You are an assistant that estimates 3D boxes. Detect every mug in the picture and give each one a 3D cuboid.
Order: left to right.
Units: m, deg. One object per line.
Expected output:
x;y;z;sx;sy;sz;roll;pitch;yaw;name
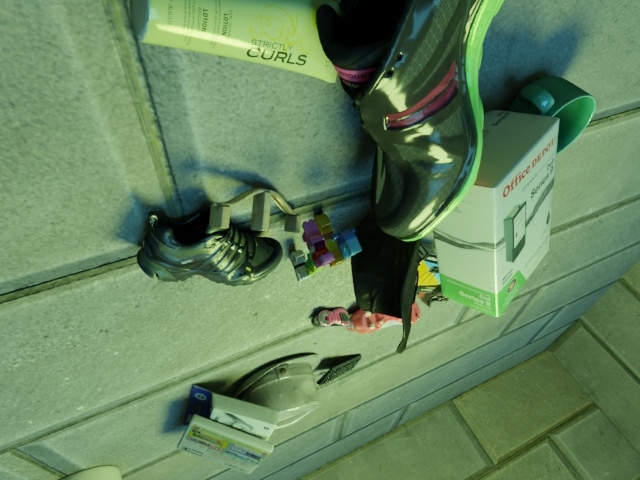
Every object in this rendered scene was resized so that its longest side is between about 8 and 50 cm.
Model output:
0.398;-0.232;0.730;0.129;0.097;0.158;-27;144;-5;mug

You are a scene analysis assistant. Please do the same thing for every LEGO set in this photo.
0.000;0.000;0.701;0.087;0.093;0.227;-21;173;-16;LEGO set

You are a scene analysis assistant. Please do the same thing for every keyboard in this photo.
0.057;0.416;1.300;0.180;0.023;0.108;0;135;-54;keyboard

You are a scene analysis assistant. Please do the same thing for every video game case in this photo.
-0.247;0.525;1.053;0.212;0.023;0.193;25;130;-8;video game case

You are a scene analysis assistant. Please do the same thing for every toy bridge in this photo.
-0.090;-0.046;0.620;0.188;0.026;0.063;3;94;-58;toy bridge

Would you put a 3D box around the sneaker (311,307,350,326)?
0.024;0.198;1.032;0.119;0.047;0.057;13;148;-44;sneaker

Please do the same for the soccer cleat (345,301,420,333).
0.176;0.206;1.133;0.248;0.083;0.095;-3;166;-41;soccer cleat

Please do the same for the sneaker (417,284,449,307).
0.361;0.143;1.190;0.157;0.065;0.061;-31;145;0;sneaker

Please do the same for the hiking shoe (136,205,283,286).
-0.147;0.006;0.620;0.226;0.086;0.114;-1;138;-35;hiking shoe

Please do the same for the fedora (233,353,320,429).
-0.099;0.438;1.153;0.275;0.124;0.244;-1;135;-36;fedora

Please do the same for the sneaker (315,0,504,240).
0.089;-0.200;0.484;0.202;0.185;0.483;-18;132;-17;sneaker

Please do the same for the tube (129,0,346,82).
-0.065;-0.224;0.430;0.240;0.062;0.070;-9;170;-37;tube

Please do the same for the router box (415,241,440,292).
0.267;0.073;1.050;0.178;0.046;0.133;10;128;-44;router box

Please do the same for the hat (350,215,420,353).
0.126;0.040;0.793;0.133;0.331;0.331;8;147;16;hat

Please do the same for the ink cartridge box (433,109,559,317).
0.303;-0.045;0.720;0.211;0.121;0.289;-42;133;-24;ink cartridge box

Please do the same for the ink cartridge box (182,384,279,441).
-0.239;0.470;1.052;0.223;0.045;0.223;19;130;-6;ink cartridge box

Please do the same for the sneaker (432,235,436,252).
0.299;-0.067;0.883;0.094;0.090;0.235;8;123;-32;sneaker

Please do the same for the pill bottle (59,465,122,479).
-0.561;0.792;1.002;0.224;0.392;0.224;-20;143;-15;pill bottle
